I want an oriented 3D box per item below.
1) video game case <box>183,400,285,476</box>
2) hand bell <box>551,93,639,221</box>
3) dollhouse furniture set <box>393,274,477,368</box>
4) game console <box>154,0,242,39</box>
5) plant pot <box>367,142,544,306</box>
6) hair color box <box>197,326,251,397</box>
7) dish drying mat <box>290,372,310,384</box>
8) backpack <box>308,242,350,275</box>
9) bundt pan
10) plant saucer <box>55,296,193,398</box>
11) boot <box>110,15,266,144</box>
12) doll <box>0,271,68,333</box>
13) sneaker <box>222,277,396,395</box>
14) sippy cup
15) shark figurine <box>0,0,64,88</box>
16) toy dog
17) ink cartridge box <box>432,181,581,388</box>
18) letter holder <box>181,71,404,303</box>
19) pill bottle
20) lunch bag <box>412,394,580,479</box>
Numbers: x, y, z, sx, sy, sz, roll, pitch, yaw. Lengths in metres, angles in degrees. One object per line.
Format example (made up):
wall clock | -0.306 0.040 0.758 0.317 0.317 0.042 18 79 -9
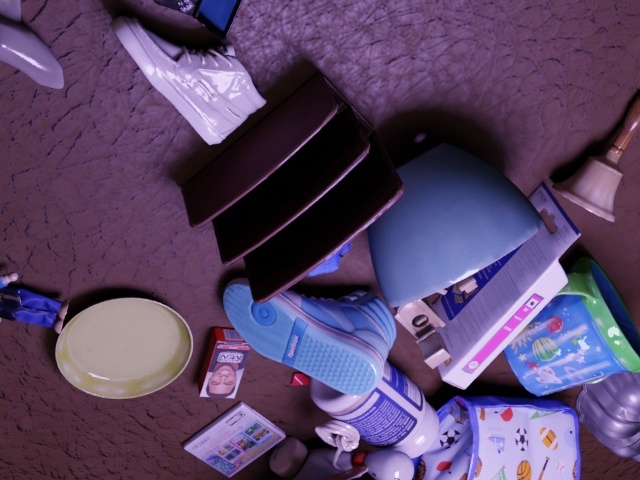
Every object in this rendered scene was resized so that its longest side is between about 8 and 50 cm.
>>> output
video game case | -0.174 0.406 1.929 0.157 0.019 0.143 -38 127 12
hand bell | 0.523 -0.166 1.660 0.126 0.126 0.242 21 106 -28
dollhouse furniture set | 0.213 0.101 1.705 0.161 0.182 0.101 -37 127 13
game console | -0.164 -0.361 1.326 0.107 0.071 0.122 15 120 -25
plant pot | 0.192 -0.045 1.564 0.290 0.290 0.195 -29 92 7
hair color box | -0.181 0.231 1.779 0.072 0.043 0.141 6 125 -21
dish drying mat | -0.016 0.275 1.882 0.083 0.008 0.032 3 124 -17
backpack | 0.000 0.000 1.624 0.101 0.098 0.120 -7 127 -15
bundt pan | 0.739 0.362 2.087 0.331 0.124 0.331 -7 128 -10
plant saucer | -0.352 0.186 1.702 0.241 0.037 0.241 -8 128 -11
boot | -0.186 -0.260 1.393 0.123 0.095 0.258 -37 135 5
doll | -0.522 0.102 1.586 0.189 0.046 0.129 14 130 -17
sneaker | -0.008 0.138 1.720 0.319 0.208 0.127 32 123 7
sippy cup | 0.474 0.183 1.829 0.224 0.240 0.305 -30 100 20
shark figurine | -0.496 -0.263 1.282 0.278 0.116 0.166 -5 126 -14
toy dog | 0.024 0.489 1.883 0.220 0.161 0.334 27 151 -14
ink cartridge box | 0.331 0.084 1.728 0.069 0.175 0.371 25 116 -26
letter holder | -0.047 -0.074 1.481 0.302 0.214 0.152 -38 127 14
pill bottle | 0.111 0.316 1.855 0.153 0.153 0.265 -38 126 13
lunch bag | 0.357 0.506 1.984 0.328 0.239 0.385 8 103 -32
